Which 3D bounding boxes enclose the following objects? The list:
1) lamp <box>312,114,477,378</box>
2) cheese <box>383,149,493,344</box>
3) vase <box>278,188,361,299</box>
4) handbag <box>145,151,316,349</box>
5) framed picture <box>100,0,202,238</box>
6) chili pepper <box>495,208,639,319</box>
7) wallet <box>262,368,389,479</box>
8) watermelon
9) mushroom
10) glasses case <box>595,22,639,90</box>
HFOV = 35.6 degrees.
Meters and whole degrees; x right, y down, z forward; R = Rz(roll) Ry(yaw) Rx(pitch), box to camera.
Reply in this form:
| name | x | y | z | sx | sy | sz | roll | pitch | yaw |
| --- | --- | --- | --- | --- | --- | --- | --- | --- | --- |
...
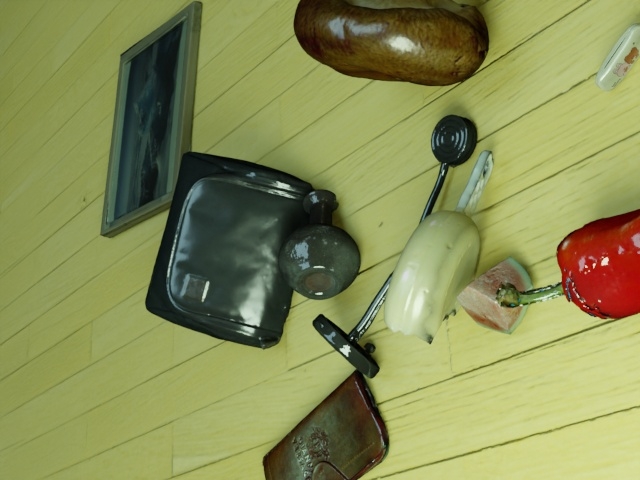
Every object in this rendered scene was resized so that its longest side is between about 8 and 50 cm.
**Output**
| name | x | y | z | sx | sy | sz | roll | pitch | yaw |
| --- | --- | --- | --- | --- | --- | --- | --- | --- | --- |
| lamp | 0.098 | 0.004 | 1.325 | 0.130 | 0.108 | 0.371 | 43 | 112 | 48 |
| cheese | 0.155 | 0.000 | 1.216 | 0.071 | 0.163 | 0.248 | 20 | 92 | 22 |
| vase | 0.000 | 0.000 | 1.473 | 0.120 | 0.120 | 0.183 | -45 | 27 | 35 |
| handbag | -0.158 | 0.013 | 1.610 | 0.275 | 0.178 | 0.301 | 17 | 91 | 55 |
| framed picture | -0.361 | -0.253 | 2.112 | 0.326 | 0.028 | 0.446 | -21 | 61 | 48 |
| chili pepper | 0.352 | 0.004 | 0.993 | 0.387 | 0.110 | 0.110 | -26 | 57 | 40 |
| wallet | 0.003 | 0.304 | 1.408 | 0.255 | 0.031 | 0.137 | -48 | 46 | 34 |
| watermelon | 0.211 | 0.061 | 1.188 | 0.084 | 0.072 | 0.092 | 12 | 82 | 35 |
| mushroom | 0.088 | -0.303 | 1.328 | 0.267 | 0.267 | 0.254 | -22 | 79 | 48 |
| glasses case | 0.344 | -0.209 | 1.137 | 0.083 | 0.032 | 0.021 | -59 | 41 | 20 |
